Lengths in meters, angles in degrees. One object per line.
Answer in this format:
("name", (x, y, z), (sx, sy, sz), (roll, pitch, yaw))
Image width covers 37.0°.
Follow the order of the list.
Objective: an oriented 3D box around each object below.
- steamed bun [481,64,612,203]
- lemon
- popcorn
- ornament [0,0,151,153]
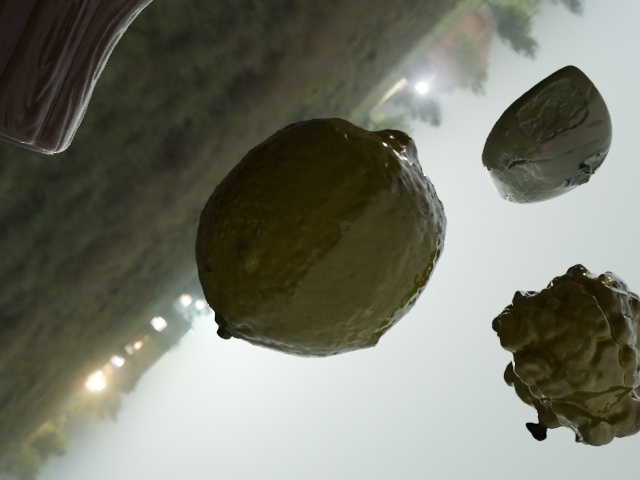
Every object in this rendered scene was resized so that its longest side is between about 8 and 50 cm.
("steamed bun", (0.339, -0.133, 1.407), (0.170, 0.153, 0.239), (-34, 162, -10))
("lemon", (0.000, 0.000, 0.801), (0.231, 0.192, 0.192), (-46, -178, -5))
("popcorn", (0.246, 0.110, 0.915), (0.170, 0.180, 0.180), (-57, -179, 4))
("ornament", (-0.282, -0.210, 0.902), (0.218, 0.235, 0.221), (-65, 160, 3))
